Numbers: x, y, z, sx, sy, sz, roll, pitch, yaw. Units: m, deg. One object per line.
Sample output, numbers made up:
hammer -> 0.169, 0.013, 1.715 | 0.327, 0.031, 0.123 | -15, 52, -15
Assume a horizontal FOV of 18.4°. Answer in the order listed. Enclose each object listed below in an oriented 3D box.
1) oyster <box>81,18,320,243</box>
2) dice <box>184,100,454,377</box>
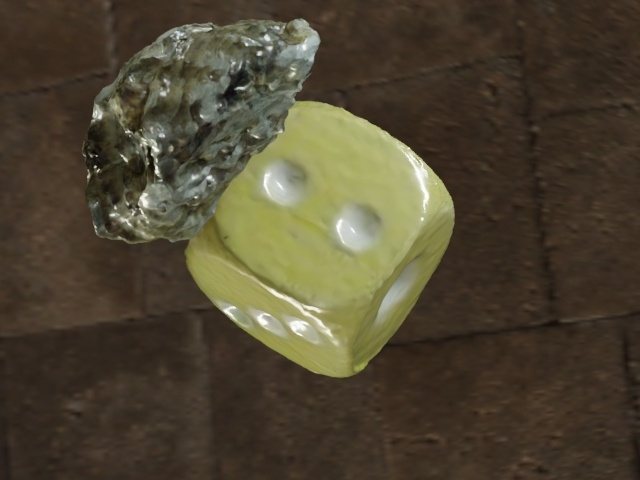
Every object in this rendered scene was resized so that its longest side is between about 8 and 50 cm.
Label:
oyster -> -0.081, -0.073, 1.267 | 0.064, 0.125, 0.177 | 43, 113, 45
dice -> 0.000, 0.000, 1.651 | 0.169, 0.166, 0.169 | 32, 71, 15
